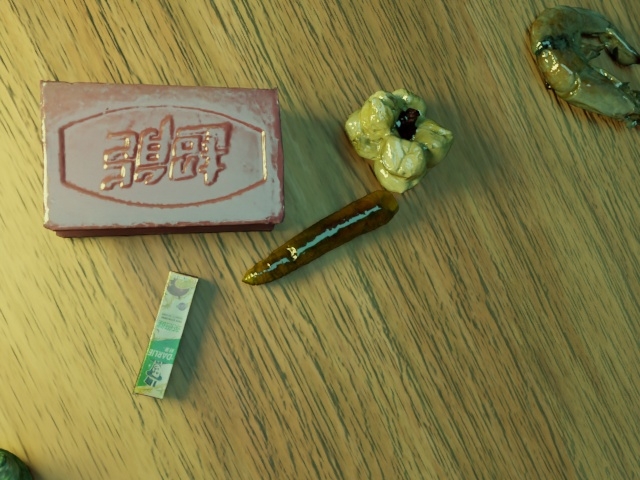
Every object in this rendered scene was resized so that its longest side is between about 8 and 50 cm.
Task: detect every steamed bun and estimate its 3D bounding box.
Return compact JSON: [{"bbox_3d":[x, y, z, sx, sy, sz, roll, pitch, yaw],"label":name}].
[{"bbox_3d":[0.160,-0.194,0.932,0.192,0.106,0.177,-28,88,-37],"label":"steamed bun"}]

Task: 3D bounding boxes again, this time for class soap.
[{"bbox_3d":[-0.247,-0.128,0.830,0.360,0.128,0.233,-3,86,-15],"label":"soap"}]

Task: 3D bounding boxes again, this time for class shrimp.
[{"bbox_3d":[0.606,-0.372,1.101,0.360,0.085,0.247,37,71,-5],"label":"shrimp"}]

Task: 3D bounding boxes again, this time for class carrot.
[{"bbox_3d":[0.000,0.000,0.917,0.314,0.066,0.066,-29,92,-12],"label":"carrot"}]

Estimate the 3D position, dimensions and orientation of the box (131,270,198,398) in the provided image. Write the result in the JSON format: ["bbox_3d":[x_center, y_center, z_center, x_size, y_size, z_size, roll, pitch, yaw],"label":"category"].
[{"bbox_3d":[-0.254,0.153,0.843,0.050,0.041,0.207,17,80,-12],"label":"box"}]

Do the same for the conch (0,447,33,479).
[{"bbox_3d":[-0.505,0.367,0.710,0.196,0.134,0.202,46,77,-7],"label":"conch"}]
